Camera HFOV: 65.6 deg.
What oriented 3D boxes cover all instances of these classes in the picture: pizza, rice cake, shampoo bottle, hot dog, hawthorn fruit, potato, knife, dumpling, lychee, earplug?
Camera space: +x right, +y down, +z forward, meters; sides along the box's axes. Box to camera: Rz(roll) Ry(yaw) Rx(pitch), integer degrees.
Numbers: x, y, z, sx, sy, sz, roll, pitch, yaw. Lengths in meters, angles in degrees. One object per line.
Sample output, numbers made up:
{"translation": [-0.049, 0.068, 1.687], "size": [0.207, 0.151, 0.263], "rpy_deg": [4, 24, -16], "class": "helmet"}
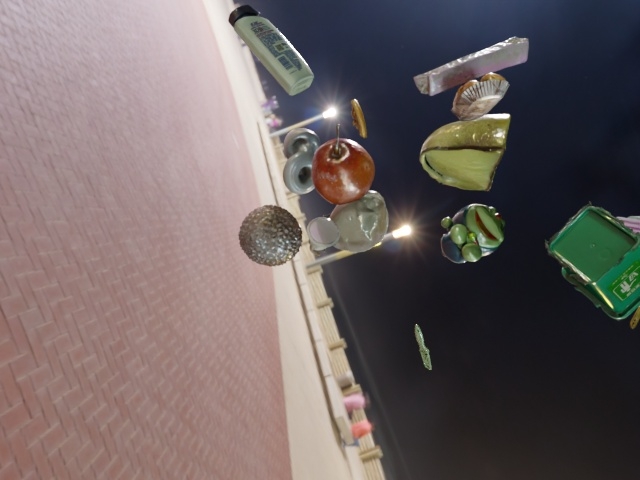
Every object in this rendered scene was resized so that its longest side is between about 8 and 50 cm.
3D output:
{"translation": [0.167, -0.545, 2.239], "size": [0.131, 0.041, 0.178], "rpy_deg": [-134, -152, -79], "class": "pizza"}
{"translation": [0.444, -0.503, 1.432], "size": [0.056, 0.365, 0.072], "rpy_deg": [-123, -165, -55], "class": "rice cake"}
{"translation": [-0.166, -0.666, 1.720], "size": [0.359, 0.134, 0.078], "rpy_deg": [51, -29, 9], "class": "shampoo bottle"}
{"translation": [0.435, -0.393, 1.386], "size": [0.253, 0.131, 0.069], "rpy_deg": [38, 45, -85], "class": "hot dog"}
{"translation": [0.063, -0.250, 1.783], "size": [0.231, 0.263, 0.235], "rpy_deg": [13, -94, 55], "class": "hawthorn fruit"}
{"translation": [0.515, -0.348, 1.796], "size": [0.330, 0.280, 0.212], "rpy_deg": [66, 38, -66], "class": "potato"}
{"translation": [0.407, 0.426, 1.960], "size": [0.043, 0.020, 0.293], "rpy_deg": [16, -37, 36], "class": "knife"}
{"translation": [0.143, -0.079, 1.968], "size": [0.204, 0.293, 0.163], "rpy_deg": [41, 24, -20], "class": "dumpling"}
{"translation": [-0.229, -0.013, 2.199], "size": [0.300, 0.300, 0.300], "rpy_deg": [-21, 90, -89], "class": "lychee"}
{"translation": [-0.096, -0.387, 2.406], "size": [0.214, 0.175, 0.325], "rpy_deg": [9, 77, -40], "class": "earplug"}

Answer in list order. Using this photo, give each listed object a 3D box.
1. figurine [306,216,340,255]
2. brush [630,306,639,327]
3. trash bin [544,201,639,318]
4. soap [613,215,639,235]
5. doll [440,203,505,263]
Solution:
{"translation": [0.000, 0.000, 1.915], "size": [0.153, 0.132, 0.132], "rpy_deg": [113, -39, -60], "class": "figurine"}
{"translation": [1.142, 0.214, 1.746], "size": [0.082, 0.218, 0.010], "rpy_deg": [41, -13, -25], "class": "brush"}
{"translation": [0.882, 0.046, 1.557], "size": [0.381, 0.259, 0.295], "rpy_deg": [26, 21, -46], "class": "trash bin"}
{"translation": [1.266, -0.010, 1.885], "size": [0.324, 0.193, 0.109], "rpy_deg": [18, -54, 56], "class": "soap"}
{"translation": [0.559, -0.024, 1.843], "size": [0.198, 0.322, 0.186], "rpy_deg": [61, -36, 7], "class": "doll"}
